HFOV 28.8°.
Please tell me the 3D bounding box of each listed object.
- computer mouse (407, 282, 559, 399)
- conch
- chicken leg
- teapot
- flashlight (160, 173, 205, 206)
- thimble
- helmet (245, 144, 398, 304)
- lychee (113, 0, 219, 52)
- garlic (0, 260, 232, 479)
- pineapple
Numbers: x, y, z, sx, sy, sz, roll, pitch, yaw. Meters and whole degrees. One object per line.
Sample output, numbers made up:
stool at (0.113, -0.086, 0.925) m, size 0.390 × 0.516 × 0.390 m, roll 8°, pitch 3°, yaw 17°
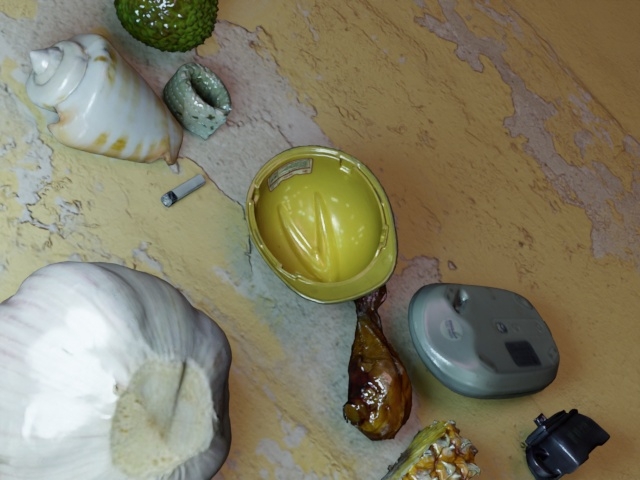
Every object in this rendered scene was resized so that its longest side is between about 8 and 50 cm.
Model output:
computer mouse at (0.251, 0.159, 1.937) m, size 0.331 × 0.095 × 0.197 m, roll 8°, pitch 54°, yaw -49°
conch at (-0.287, -0.202, 1.724) m, size 0.255 × 0.127 × 0.158 m, roll 18°, pitch 47°, yaw -32°
chicken leg at (0.073, 0.147, 1.782) m, size 0.113 × 0.093 × 0.304 m, roll 51°, pitch 24°, yaw -44°
teapot at (0.365, 0.308, 1.918) m, size 0.096 × 0.087 × 0.177 m, roll 50°, pitch 39°, yaw 12°
flashlight at (-0.196, -0.071, 1.781) m, size 0.018 × 0.018 × 0.083 m, roll 50°, pitch 39°, yaw 2°
thimble at (-0.183, -0.210, 1.876) m, size 0.084 × 0.062 × 0.110 m, roll -14°, pitch 67°, yaw -47°
helmet at (0.000, 0.000, 1.801) m, size 0.205 × 0.140 × 0.257 m, roll -19°, pitch 66°, yaw -11°
lychee at (-0.229, -0.358, 1.897) m, size 0.171 × 0.171 × 0.171 m, roll 24°, pitch 44°, yaw -26°
garlic at (-0.240, 0.163, 1.352) m, size 0.317 × 0.259 × 0.317 m, roll 4°, pitch 84°, yaw -45°
pineapple at (0.153, 0.310, 1.683) m, size 0.079 × 0.135 × 0.233 m, roll 49°, pitch 37°, yaw 1°
